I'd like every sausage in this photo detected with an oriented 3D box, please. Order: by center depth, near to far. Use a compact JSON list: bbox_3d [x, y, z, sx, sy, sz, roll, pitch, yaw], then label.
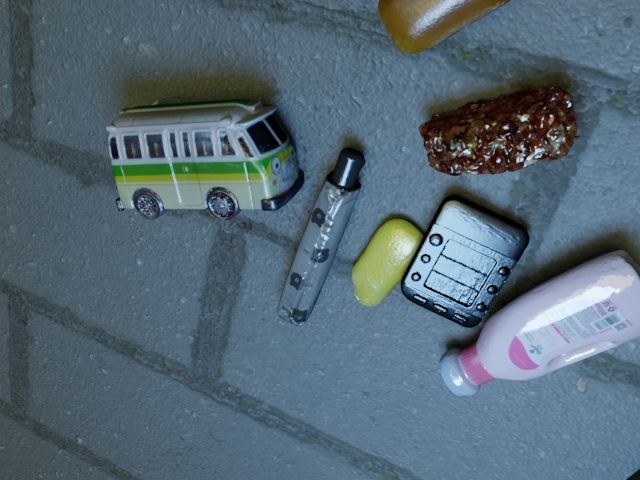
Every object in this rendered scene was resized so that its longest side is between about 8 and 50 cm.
[{"bbox_3d":[0.205,-0.349,0.712,0.274,0.105,0.105,-26,97,28],"label":"sausage"}]

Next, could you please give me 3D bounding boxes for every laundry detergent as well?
[{"bbox_3d":[0.337,0.144,0.836,0.159,0.088,0.335,42,122,-19],"label":"laundry detergent"}]

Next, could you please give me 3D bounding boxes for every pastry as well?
[{"bbox_3d":[0.247,-0.147,0.765,0.208,0.115,0.097,-10,116,23],"label":"pastry"}]

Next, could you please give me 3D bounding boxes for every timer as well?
[{"bbox_3d":[0.223,0.034,0.866,0.144,0.055,0.187,25,112,2],"label":"timer"}]

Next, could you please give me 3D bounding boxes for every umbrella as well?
[{"bbox_3d":[0.000,0.000,0.936,0.067,0.073,0.337,18,115,-6],"label":"umbrella"}]

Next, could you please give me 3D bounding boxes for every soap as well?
[{"bbox_3d":[0.108,0.036,0.926,0.089,0.033,0.168,43,118,6],"label":"soap"}]

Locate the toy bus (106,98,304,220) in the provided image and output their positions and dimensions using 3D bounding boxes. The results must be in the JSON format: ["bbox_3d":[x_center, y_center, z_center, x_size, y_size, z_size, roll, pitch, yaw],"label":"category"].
[{"bbox_3d":[-0.194,-0.142,0.914,0.305,0.143,0.179,2,116,20],"label":"toy bus"}]

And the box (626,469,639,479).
[{"bbox_3d":[0.544,0.418,0.748,0.143,0.273,0.184,37,117,10],"label":"box"}]

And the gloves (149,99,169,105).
[{"bbox_3d":[-0.309,-0.231,0.998,0.081,0.037,0.044,-8,145,10],"label":"gloves"}]
